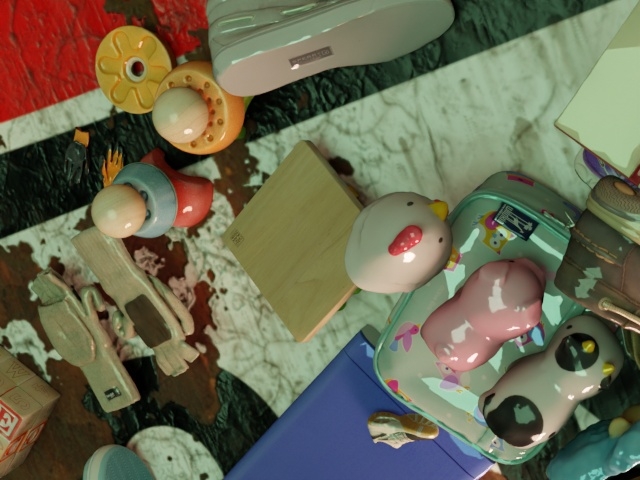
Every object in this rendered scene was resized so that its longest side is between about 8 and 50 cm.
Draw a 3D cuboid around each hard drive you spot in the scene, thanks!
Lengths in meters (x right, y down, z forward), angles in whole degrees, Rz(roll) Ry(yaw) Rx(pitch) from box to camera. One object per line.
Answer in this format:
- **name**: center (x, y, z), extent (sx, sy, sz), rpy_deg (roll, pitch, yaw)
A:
- **hard drive**: center (0.030, 0.277, 1.629), extent (0.210, 0.040, 0.319), rpy_deg (44, 117, 7)

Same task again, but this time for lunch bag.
- **lunch bag**: center (0.202, 0.082, 1.457), extent (0.224, 0.108, 0.279), rpy_deg (35, 116, 12)

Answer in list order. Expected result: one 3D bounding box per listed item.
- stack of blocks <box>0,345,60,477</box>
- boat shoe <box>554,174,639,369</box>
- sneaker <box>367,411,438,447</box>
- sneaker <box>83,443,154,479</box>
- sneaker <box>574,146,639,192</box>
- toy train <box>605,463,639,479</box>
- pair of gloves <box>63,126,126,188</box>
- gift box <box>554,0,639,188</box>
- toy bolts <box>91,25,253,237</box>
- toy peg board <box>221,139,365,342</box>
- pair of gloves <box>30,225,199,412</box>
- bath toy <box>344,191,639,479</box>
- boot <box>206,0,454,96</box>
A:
- **stack of blocks**: center (-0.504, 0.185, 1.814), extent (0.297, 0.087, 0.171), rpy_deg (37, 116, 10)
- **boat shoe**: center (0.339, 0.073, 1.303), extent (0.355, 0.132, 0.130), rpy_deg (35, 99, -30)
- **sneaker**: center (0.093, 0.213, 1.545), extent (0.083, 0.032, 0.037), rpy_deg (6, 121, 27)
- **sneaker**: center (-0.295, 0.420, 1.772), extent (0.208, 0.127, 0.319), rpy_deg (-9, 92, 33)
- **sneaker**: center (0.333, -0.049, 1.386), extent (0.170, 0.068, 0.071), rpy_deg (38, 110, 10)
- **toy train**: center (0.356, 0.269, 1.396), extent (0.334, 0.190, 0.142), rpy_deg (-27, 92, 28)
- **pair of gloves**: center (-0.271, -0.091, 1.673), extent (0.083, 0.010, 0.074), rpy_deg (21, 113, 18)
- **gift box**: center (0.388, -0.150, 1.220), extent (0.255, 0.276, 0.258), rpy_deg (35, 115, 6)
- **toy bolts**: center (-0.199, -0.115, 1.550), extent (0.218, 0.158, 0.229), rpy_deg (27, 114, 15)
- **toy peg board**: center (0.000, 0.000, 1.554), extent (0.161, 0.079, 0.161), rpy_deg (-48, 67, 27)
- **pair of gloves**: center (-0.248, 0.091, 1.674), extent (0.204, 0.042, 0.240), rpy_deg (52, 137, -3)
- **bath toy**: center (0.174, 0.083, 1.338), extent (0.348, 0.129, 0.151), rpy_deg (45, 80, 0)
- **boot**: center (0.003, -0.245, 1.461), extent (0.258, 0.095, 0.123), rpy_deg (-14, 60, 2)
